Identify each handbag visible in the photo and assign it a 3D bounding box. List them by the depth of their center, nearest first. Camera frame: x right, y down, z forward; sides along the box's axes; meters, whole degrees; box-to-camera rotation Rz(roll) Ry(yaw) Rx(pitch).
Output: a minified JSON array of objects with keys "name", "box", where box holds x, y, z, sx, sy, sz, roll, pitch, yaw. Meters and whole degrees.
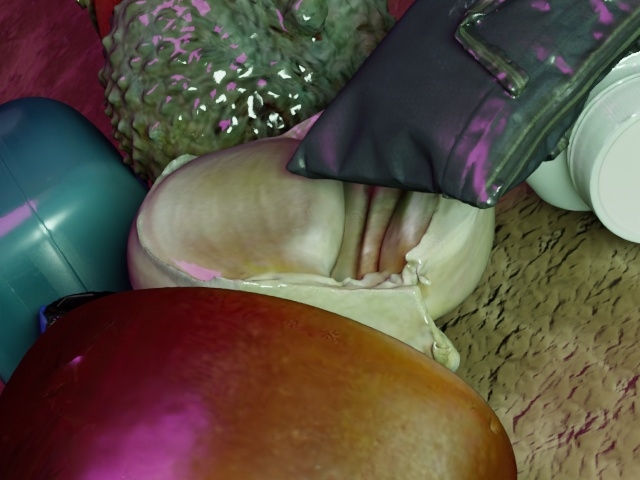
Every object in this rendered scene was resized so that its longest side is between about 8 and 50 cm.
[{"name":"handbag","box":[0.115,-0.121,1.093,0.254,0.088,0.211,-48,32,-17]}]

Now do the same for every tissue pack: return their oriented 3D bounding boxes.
[{"name":"tissue pack","box":[-0.239,-0.010,1.475,0.206,0.198,0.287,-35,27,-7]}]

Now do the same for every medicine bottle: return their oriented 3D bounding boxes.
[{"name":"medicine bottle","box":[0.192,-0.114,1.184,0.161,0.111,0.296,-39,29,9]}]

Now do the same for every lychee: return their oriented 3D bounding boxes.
[{"name":"lychee","box":[-0.061,-0.137,1.399,0.274,0.255,0.255,-49,16,55]}]

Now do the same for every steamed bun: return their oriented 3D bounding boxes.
[{"name":"steamed bun","box":[-0.085,0.167,1.034,0.379,0.248,0.235,-9,46,43]}]

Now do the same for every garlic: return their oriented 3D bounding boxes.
[{"name":"garlic","box":[0.000,0.000,1.172,0.237,0.210,0.292,-42,23,19]}]

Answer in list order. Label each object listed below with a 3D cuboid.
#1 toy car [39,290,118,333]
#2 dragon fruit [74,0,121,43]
[{"name":"toy car","box":[-0.125,0.090,1.280,0.216,0.063,0.103,16,20,32]},{"name":"dragon fruit","box":[-0.134,-0.290,1.628,0.296,0.263,0.314,-50,31,-9]}]
